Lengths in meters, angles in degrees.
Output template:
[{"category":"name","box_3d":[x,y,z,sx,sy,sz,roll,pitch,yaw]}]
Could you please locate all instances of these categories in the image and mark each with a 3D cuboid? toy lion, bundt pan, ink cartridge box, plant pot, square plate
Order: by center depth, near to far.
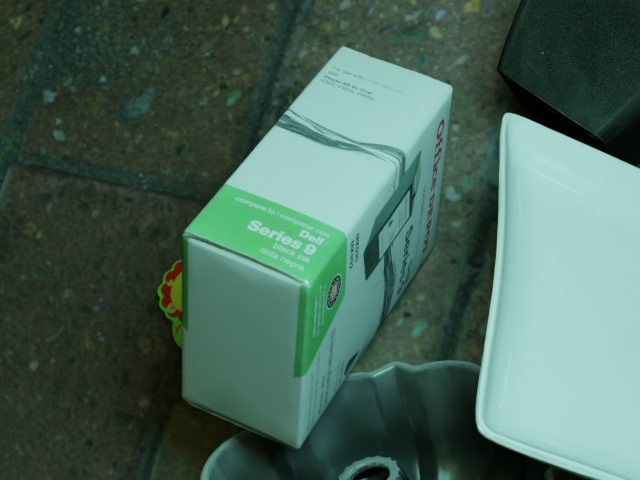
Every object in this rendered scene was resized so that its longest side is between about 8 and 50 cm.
[{"category":"bundt pan","box_3d":[0.054,0.242,1.329,0.331,0.124,0.331,-14,27,7]},{"category":"square plate","box_3d":[0.281,0.087,1.331,0.344,0.049,0.347,23,47,-14]},{"category":"ink cartridge box","box_3d":[0.000,0.000,1.397,0.121,0.211,0.289,21,47,17]},{"category":"plant pot","box_3d":[0.274,-0.173,1.497,0.188,0.187,0.167,37,92,22]},{"category":"toy lion","box_3d":[-0.115,0.064,1.546,0.096,0.034,0.100,8,70,21]}]
